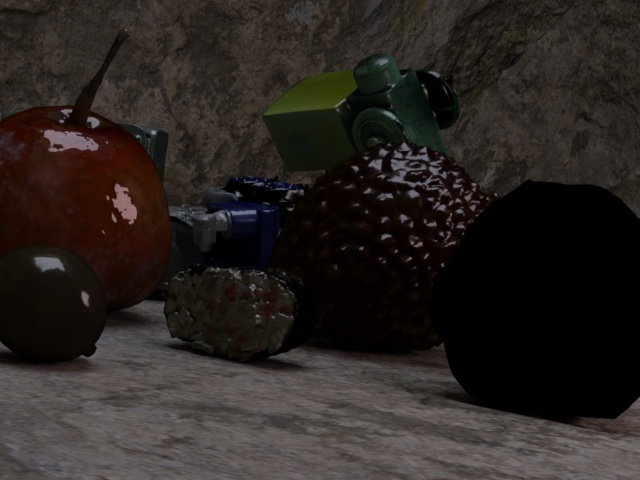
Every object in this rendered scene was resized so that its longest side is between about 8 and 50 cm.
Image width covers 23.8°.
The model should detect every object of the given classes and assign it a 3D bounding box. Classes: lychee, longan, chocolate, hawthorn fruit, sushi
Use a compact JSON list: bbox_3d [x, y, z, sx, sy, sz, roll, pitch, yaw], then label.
[{"bbox_3d":[0.074,0.012,1.624,0.271,0.236,0.236,-16,8,-10],"label":"lychee"},{"bbox_3d":[-0.227,0.059,1.275,0.106,0.106,0.119,10,-37,40],"label":"longan"},{"bbox_3d":[0.233,0.061,1.399,0.224,0.206,0.177,3,-9,25],"label":"chocolate"},{"bbox_3d":[-0.284,-0.033,1.601,0.235,0.263,0.231,-29,2,-35],"label":"hawthorn fruit"},{"bbox_3d":[-0.076,0.067,1.442,0.150,0.090,0.078,8,0,29],"label":"sushi"}]

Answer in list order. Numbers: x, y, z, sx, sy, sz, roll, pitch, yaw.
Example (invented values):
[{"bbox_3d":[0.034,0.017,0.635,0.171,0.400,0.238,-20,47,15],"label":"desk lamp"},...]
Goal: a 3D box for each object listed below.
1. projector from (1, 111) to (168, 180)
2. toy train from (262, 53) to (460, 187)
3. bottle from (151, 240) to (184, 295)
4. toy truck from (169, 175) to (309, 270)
[{"bbox_3d":[-0.367,-0.082,2.283,0.250,0.198,0.108,7,-2,10],"label":"projector"},{"bbox_3d":[0.097,-0.068,2.049,0.253,0.397,0.160,-2,32,41],"label":"toy train"},{"bbox_3d":[-0.259,0.022,1.917,0.096,0.079,0.254,-37,25,-24],"label":"bottle"},{"bbox_3d":[-0.118,-0.001,1.932,0.177,0.161,0.213,-1,7,-26],"label":"toy truck"}]
